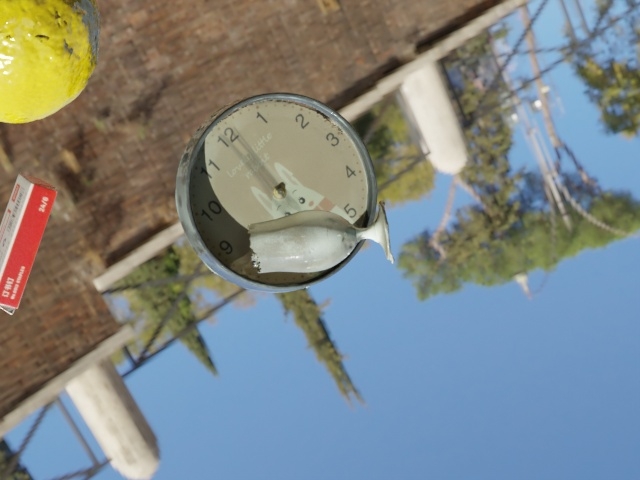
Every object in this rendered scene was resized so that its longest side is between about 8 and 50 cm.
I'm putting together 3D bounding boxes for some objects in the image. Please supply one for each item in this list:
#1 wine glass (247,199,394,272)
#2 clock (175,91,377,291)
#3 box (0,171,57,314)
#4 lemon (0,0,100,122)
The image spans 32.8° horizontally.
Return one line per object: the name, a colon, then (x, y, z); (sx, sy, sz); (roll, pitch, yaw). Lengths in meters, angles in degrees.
wine glass: (0.000, 0.000, 1.707); (0.222, 0.103, 0.103); (-7, -161, 0)
clock: (-0.077, -0.090, 2.039); (0.386, 0.386, 0.076); (-31, -171, -15)
box: (-0.523, 0.003, 1.874); (0.123, 0.050, 0.229); (23, -86, 62)
lemon: (-0.433, -0.302, 1.530); (0.245, 0.245, 0.320); (-37, 164, -30)
